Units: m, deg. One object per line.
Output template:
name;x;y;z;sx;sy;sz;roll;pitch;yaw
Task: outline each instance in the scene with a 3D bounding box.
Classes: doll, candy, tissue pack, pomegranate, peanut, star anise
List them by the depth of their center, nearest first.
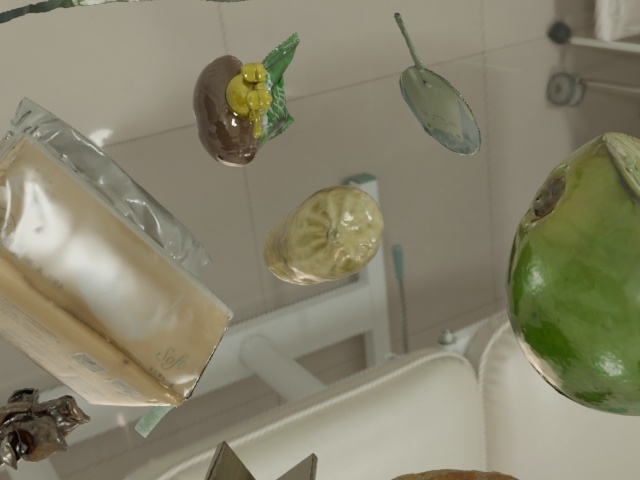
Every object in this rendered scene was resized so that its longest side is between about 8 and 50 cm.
pomegranate;0.230;0.036;0.649;0.241;0.190;0.159;-1;137;-47
tissue pack;-0.260;0.013;0.984;0.238;0.238;0.305;-50;119;-8
doll;-0.104;-0.163;1.167;0.096;0.188;0.145;-14;110;-25
peanut;0.000;0.000;1.293;0.129;0.224;0.129;10;68;-27
candy;-0.092;-0.233;1.488;0.203;0.078;0.141;102;10;-53
star anise;-0.509;0.311;1.537;0.220;0.214;0.098;-14;112;-3

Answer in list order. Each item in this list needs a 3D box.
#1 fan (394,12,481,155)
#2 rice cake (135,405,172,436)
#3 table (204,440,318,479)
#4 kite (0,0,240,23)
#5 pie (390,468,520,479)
fan;0.109;-0.154;0.913;0.005;0.113;0.175;-41;126;-15
rice cake;-0.297;0.314;1.732;0.033;0.029;0.171;42;112;-2
table;-0.062;0.265;0.785;0.167;0.226;0.167;0;98;2
kite;-0.182;-0.230;0.692;0.361;0.204;0.022;-16;152;-16
pie;0.158;0.412;1.333;0.340;0.339;0.083;-9;91;-30
